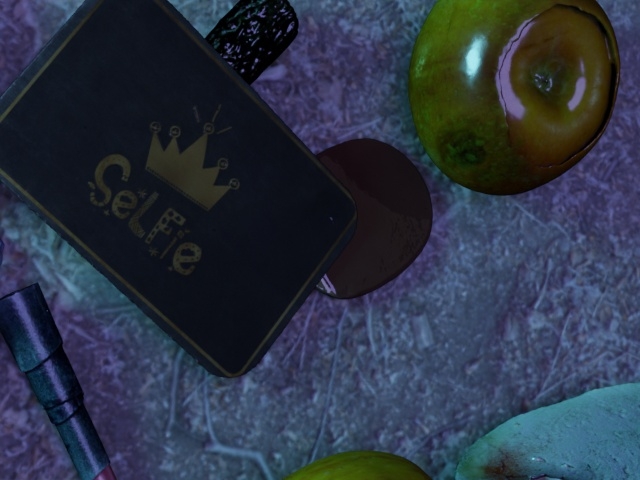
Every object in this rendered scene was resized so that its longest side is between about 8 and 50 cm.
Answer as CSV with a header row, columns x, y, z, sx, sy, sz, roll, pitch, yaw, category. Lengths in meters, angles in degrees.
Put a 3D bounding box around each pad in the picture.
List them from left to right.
x,y,z,sx,sy,sz,roll,pitch,yaw,category
-0.142,-0.032,1.499,0.375,0.063,0.315,44,72,-23,pad

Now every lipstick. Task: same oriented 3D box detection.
x,y,z,sx,sy,sz,roll,pitch,yaw,category
-0.251,0.158,1.513,0.053,0.053,0.234,-24,94,-20,lipstick

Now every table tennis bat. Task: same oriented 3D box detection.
x,y,z,sx,sy,sz,roll,pitch,yaw,category
0.000,0.000,1.631,0.274,0.021,0.154,-34,95,-21,table tennis bat

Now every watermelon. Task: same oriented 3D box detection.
x,y,z,sx,sy,sz,roll,pitch,yaw,category
0.294,0.299,1.592,0.320,0.214,0.289,-6,87,-31,watermelon

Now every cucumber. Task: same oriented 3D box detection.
x,y,z,sx,sy,sz,roll,pitch,yaw,category
-0.132,-0.129,1.575,0.072,0.072,0.300,41,72,-10,cucumber

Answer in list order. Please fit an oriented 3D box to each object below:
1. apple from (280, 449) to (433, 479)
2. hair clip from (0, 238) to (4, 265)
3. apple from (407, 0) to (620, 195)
x,y,z,sx,sy,sz,roll,pitch,yaw,category
0.040,0.352,1.465,0.275,0.299,0.299,-43,98,-11,apple
-0.386,0.095,1.452,0.137,0.090,0.278,30,74,-5,hair clip
0.199,-0.168,1.620,0.237,0.207,0.237,1,85,-17,apple
